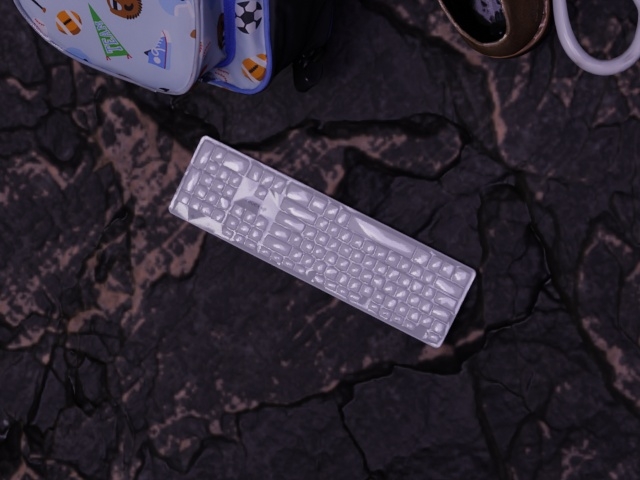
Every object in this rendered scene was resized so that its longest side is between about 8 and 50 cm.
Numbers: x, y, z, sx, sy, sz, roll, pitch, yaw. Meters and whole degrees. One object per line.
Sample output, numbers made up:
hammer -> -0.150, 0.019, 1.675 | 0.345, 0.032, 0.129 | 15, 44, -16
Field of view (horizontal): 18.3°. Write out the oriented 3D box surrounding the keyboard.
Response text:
keyboard -> 0.000, 0.000, 1.634 | 0.256, 0.014, 0.072 | 27, 102, 9

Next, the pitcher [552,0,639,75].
pitcher -> 0.210, -0.244, 1.488 | 0.178, 0.125, 0.207 | -42, 92, -8

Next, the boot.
boot -> 0.097, -0.287, 1.525 | 0.112, 0.115, 0.305 | -22, 89, 19

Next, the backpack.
backpack -> -0.132, -0.247, 1.524 | 0.263, 0.213, 0.276 | 22, 124, 30
